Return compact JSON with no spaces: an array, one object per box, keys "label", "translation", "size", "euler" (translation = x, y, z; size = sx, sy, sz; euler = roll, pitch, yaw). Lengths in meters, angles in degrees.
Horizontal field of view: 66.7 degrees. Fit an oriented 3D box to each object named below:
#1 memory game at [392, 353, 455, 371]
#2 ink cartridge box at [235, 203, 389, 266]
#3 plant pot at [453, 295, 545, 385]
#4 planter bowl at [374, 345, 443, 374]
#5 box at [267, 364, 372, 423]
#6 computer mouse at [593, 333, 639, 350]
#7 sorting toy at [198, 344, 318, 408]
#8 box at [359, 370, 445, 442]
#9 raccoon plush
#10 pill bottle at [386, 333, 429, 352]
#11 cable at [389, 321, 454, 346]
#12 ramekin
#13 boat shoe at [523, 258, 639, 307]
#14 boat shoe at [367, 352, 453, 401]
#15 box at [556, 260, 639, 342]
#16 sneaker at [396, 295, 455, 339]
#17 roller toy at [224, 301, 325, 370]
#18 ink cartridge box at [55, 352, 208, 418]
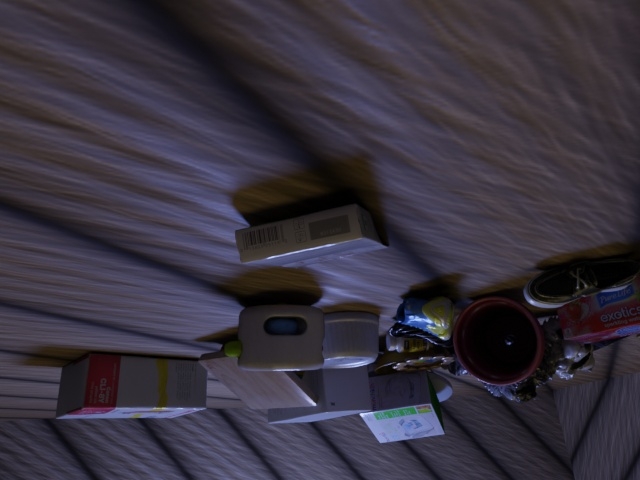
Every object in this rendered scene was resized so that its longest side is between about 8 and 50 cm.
[{"label":"memory game","translation":[0.303,0.362,1.431],"size":[0.186,0.012,0.186],"euler":[-5,154,-3]},{"label":"ink cartridge box","translation":[0.000,0.000,0.752],"size":[0.180,0.056,0.224],"euler":[-12,174,16]},{"label":"plant pot","translation":[0.446,0.241,1.186],"size":[0.201,0.202,0.180],"euler":[-19,162,29]},{"label":"planter bowl","translation":[0.271,0.354,1.525],"size":[0.216,0.091,0.217],"euler":[-4,154,-2]},{"label":"box","translation":[-0.018,0.447,1.534],"size":[0.168,0.215,0.345],"euler":[11,152,-32]},{"label":"computer mouse","translation":[0.948,0.285,1.545],"size":[0.183,0.060,0.262],"euler":[17,137,-33]},{"label":"sorting toy","translation":[-0.165,0.367,1.382],"size":[0.255,0.090,0.257],"euler":[-16,125,34]},{"label":"box","translation":[0.265,0.545,1.599],"size":[0.230,0.127,0.262],"euler":[-14,136,13]},{"label":"raccoon plush","translation":[0.574,0.299,1.451],"size":[0.298,0.217,0.446],"euler":[-9,-170,-26]},{"label":"pill bottle","translation":[0.253,0.294,1.420],"size":[0.116,0.065,0.065],"euler":[-2,156,-6]},{"label":"cable","translation":[0.271,0.255,1.297],"size":[0.184,0.047,0.150],"euler":[21,172,-42]},{"label":"ramekin","translation":[0.055,0.263,1.259],"size":[0.206,0.109,0.207],"euler":[-4,156,-2]},{"label":"boat shoe","translation":[0.520,0.076,0.973],"size":[0.219,0.078,0.070],"euler":[-14,157,2]},{"label":"boat shoe","translation":[0.296,0.462,1.725],"size":[0.366,0.157,0.136],"euler":[16,123,-17]},{"label":"box","translation":[0.656,0.132,1.048],"size":[0.122,0.128,0.256],"euler":[17,149,-40]},{"label":"sneaker","translation":[0.250,0.173,1.150],"size":[0.126,0.091,0.240],"euler":[8,161,18]},{"label":"roller toy","translation":[-0.084,0.208,1.063],"size":[0.191,0.147,0.209],"euler":[-10,163,33]},{"label":"ink cartridge box","translation":[-0.590,0.473,1.548],"size":[0.384,0.161,0.279],"euler":[15,149,-38]}]
